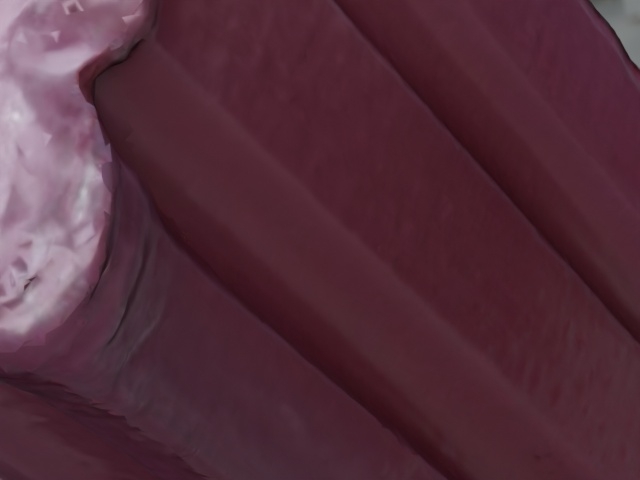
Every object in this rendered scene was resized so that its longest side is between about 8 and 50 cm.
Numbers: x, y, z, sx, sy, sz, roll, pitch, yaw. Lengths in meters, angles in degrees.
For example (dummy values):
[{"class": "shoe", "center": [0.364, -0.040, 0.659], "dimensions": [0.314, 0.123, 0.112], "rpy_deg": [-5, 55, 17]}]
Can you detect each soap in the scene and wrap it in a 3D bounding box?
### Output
[{"class": "soap", "center": [0.000, 0.000, 0.640], "dimensions": [0.128, 0.233, 0.359], "rpy_deg": [2, -28, 37]}]
